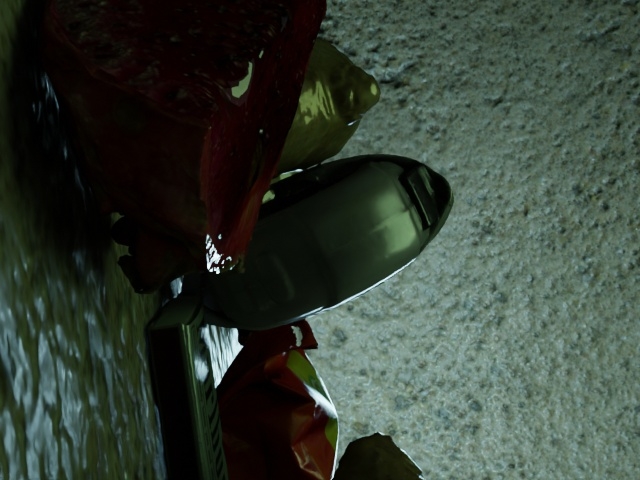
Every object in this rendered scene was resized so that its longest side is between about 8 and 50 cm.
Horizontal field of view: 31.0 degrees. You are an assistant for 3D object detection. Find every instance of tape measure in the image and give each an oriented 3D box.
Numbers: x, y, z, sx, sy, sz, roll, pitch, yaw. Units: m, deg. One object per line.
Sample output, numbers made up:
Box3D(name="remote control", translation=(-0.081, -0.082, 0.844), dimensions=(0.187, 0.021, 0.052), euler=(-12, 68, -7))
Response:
Box3D(name="tape measure", translation=(0.000, 0.000, 0.967), dimensions=(0.197, 0.236, 0.120), euler=(-11, -74, 62))

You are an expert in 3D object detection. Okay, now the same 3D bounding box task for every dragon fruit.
Box3D(name="dragon fruit", translation=(-0.089, -0.063, 0.673), dimensions=(0.262, 0.134, 0.211), euler=(-64, 164, -57))

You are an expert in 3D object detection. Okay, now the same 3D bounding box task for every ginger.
Box3D(name="ginger", translation=(-0.039, -0.125, 1.031), dimensions=(0.354, 0.190, 0.126), euler=(-74, 147, -75))

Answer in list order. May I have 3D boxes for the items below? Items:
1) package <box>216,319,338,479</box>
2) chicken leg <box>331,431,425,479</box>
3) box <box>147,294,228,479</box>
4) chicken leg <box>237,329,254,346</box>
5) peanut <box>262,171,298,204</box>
Box3D(name="package", translation=(-0.032, 0.279, 1.098), dimensions=(0.196, 0.123, 0.423), euler=(-107, -170, -86))
Box3D(name="chicken leg", translation=(0.051, 0.282, 0.792), dimensions=(0.409, 0.182, 0.295), euler=(-13, -114, 63))
Box3D(name="box", translation=(-0.098, 0.138, 0.886), dimensions=(0.115, 0.036, 0.177), euler=(-92, 175, -81))
Box3D(name="chicken leg", translation=(-0.089, 0.032, 1.416), dimensions=(0.089, 0.048, 0.219), euler=(92, -7, -79))
Box3D(name="peanut", translation=(-0.078, -0.134, 1.333), dimensions=(0.123, 0.124, 0.256), euler=(80, 7, -69))
